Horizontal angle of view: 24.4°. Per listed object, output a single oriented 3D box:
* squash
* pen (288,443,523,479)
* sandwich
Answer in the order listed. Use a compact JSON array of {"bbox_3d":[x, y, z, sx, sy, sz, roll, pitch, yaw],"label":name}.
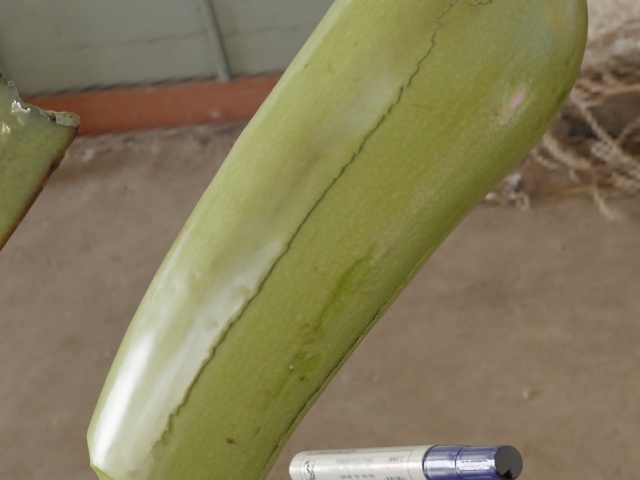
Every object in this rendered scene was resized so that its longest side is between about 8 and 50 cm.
[{"bbox_3d":[0.000,0.000,0.497,0.250,0.083,0.083,-55,28,11],"label":"squash"},{"bbox_3d":[0.043,0.127,0.827,0.025,0.025,0.204,-33,10,-32],"label":"pen"},{"bbox_3d":[-0.248,-0.018,0.910,0.258,0.094,0.096,-48,48,22],"label":"sandwich"}]
